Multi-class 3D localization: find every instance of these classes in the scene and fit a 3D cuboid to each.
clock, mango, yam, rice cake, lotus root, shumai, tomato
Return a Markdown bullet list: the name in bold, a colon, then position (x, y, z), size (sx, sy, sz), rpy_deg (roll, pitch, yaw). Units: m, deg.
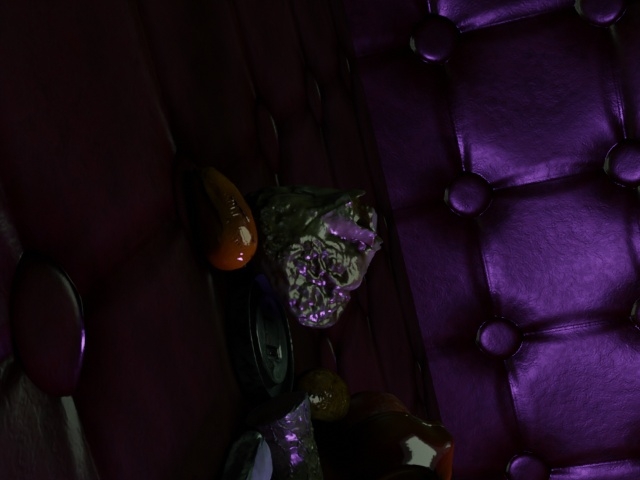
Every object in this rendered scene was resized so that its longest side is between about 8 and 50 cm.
- **clock**: position (-0.095, 0.160, 1.629), size (0.215, 0.042, 0.215), rpy_deg (-11, 90, -76)
- **mango**: position (-0.141, -0.035, 1.507), size (0.105, 0.084, 0.159), rpy_deg (-3, 82, -82)
- **yam**: position (-0.053, 0.321, 1.543), size (0.107, 0.107, 0.183), rpy_deg (-71, 151, -64)
- **rice cake**: position (-0.116, 0.362, 1.337), size (0.336, 0.063, 0.066), rpy_deg (-65, 145, -67)
- **lotus root**: position (-0.011, 0.279, 1.786), size (0.108, 0.094, 0.191), rpy_deg (47, 10, 18)
- **shumai**: position (-0.002, 0.001, 1.645), size (0.256, 0.218, 0.189), rpy_deg (58, -4, -2)
- **tomato**: position (0.087, 0.377, 1.923), size (0.155, 0.181, 0.214), rpy_deg (-130, -144, -54)

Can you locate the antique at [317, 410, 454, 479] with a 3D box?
- **antique**: position (0.109, 0.411, 1.786), size (0.129, 0.278, 0.223), rpy_deg (-128, -143, -55)
